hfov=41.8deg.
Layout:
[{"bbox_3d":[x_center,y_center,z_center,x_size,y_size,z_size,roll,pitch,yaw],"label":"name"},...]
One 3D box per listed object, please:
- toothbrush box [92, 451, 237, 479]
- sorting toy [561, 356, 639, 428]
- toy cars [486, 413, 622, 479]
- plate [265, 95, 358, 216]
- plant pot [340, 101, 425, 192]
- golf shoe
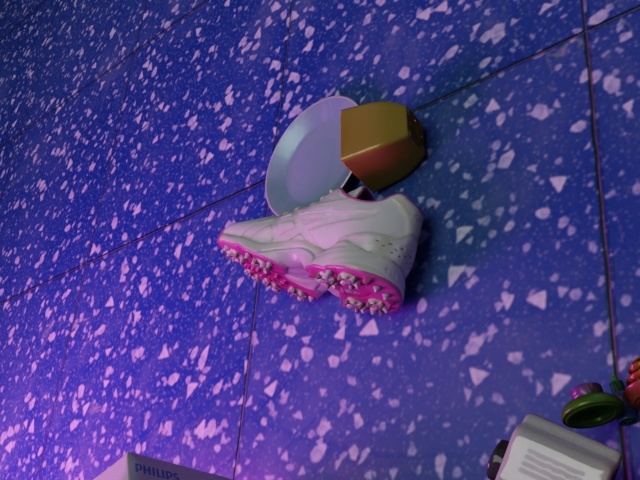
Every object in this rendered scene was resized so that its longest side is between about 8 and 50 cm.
[{"bbox_3d":[-0.137,0.383,0.839,0.122,0.206,0.283,-41,42,24],"label":"toothbrush box"},{"bbox_3d":[0.246,0.123,0.691,0.102,0.061,0.042,-17,51,13],"label":"sorting toy"},{"bbox_3d":[0.233,0.183,0.599,0.393,0.087,0.176,-38,71,27],"label":"toy cars"},{"bbox_3d":[-0.004,-0.109,1.142,0.188,0.024,0.188,-26,50,35],"label":"plate"},{"bbox_3d":[0.079,-0.121,1.014,0.083,0.081,0.081,-18,54,28],"label":"plant pot"},{"bbox_3d":[0.000,0.000,1.018,0.306,0.115,0.140,10,65,44],"label":"golf shoe"}]
